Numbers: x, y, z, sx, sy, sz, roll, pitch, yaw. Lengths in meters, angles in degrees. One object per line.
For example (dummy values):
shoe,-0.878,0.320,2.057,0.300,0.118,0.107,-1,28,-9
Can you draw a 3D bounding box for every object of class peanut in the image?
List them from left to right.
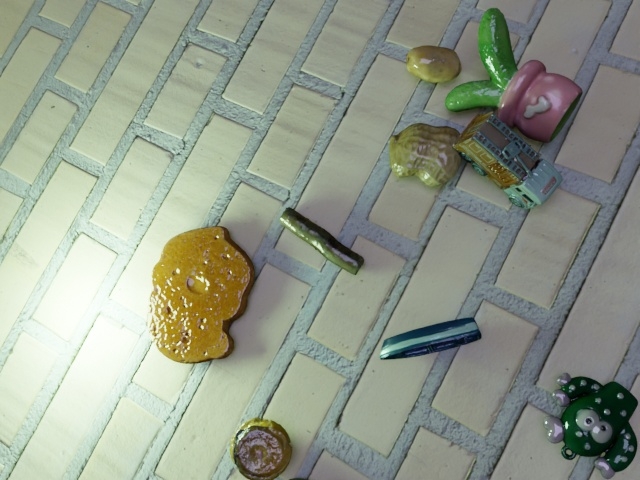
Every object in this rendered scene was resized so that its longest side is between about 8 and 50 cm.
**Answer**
peanut,0.319,-0.269,1.761,0.232,0.110,0.197,16,82,14

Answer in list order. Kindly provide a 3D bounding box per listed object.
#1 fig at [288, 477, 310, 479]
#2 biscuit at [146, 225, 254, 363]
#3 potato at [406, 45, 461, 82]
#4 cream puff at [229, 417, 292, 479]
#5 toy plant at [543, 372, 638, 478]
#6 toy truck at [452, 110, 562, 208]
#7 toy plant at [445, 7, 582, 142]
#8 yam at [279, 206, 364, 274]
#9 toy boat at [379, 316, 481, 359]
fig,0.010,0.742,1.626,0.245,0.149,0.149,33,87,37
biscuit,-0.396,0.168,1.851,0.349,0.078,0.456,16,83,13
potato,0.361,-0.559,1.815,0.177,0.118,0.110,5,114,1
cream puff,-0.175,0.610,1.675,0.188,0.129,0.189,-1,80,4
toy plant,0.715,0.479,1.505,0.232,0.112,0.244,19,77,14
toy truck,0.543,-0.228,1.636,0.305,0.162,0.136,40,89,-4
toy plant,0.578,-0.460,1.676,0.356,0.210,0.317,39,125,26
yam,0.000,0.000,1.798,0.317,0.067,0.071,35,115,17
toy boat,0.310,0.287,1.652,0.299,0.096,0.062,-16,64,12
